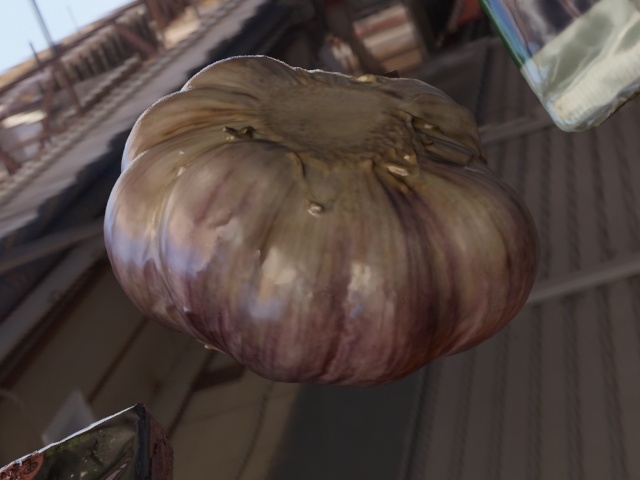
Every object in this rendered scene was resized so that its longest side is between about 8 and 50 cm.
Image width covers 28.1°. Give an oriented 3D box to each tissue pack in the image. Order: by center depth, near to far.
[{"bbox_3d":[-0.259,0.314,1.266,0.123,0.245,0.332,59,-173,-25],"label":"tissue pack"}]

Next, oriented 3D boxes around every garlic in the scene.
[{"bbox_3d":[0.000,0.000,0.709,0.245,0.245,0.160,-75,-8,-63],"label":"garlic"}]

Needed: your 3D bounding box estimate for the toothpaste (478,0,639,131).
[{"bbox_3d":[0.009,-0.217,0.462,0.392,0.099,0.061,54,-159,13],"label":"toothpaste"}]
